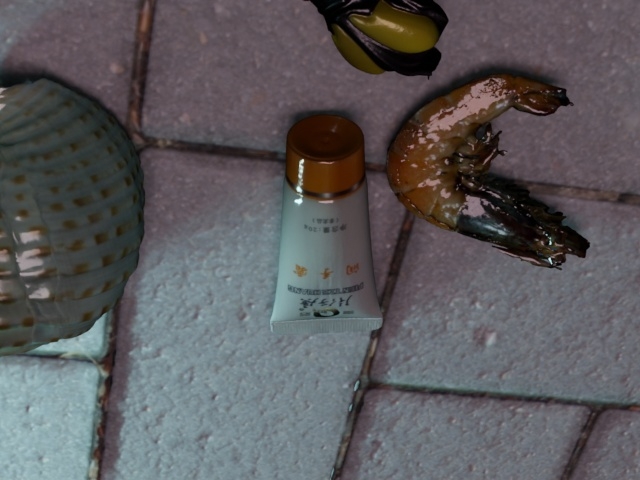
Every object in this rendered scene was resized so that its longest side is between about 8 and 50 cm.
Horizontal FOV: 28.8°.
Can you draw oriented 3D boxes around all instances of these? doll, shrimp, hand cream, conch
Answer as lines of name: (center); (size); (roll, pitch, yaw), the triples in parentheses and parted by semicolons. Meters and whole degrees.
doll: (0.031, -0.240, 1.257); (0.248, 0.127, 0.088); (38, 81, -32)
shrimp: (0.224, -0.079, 1.417); (0.290, 0.054, 0.222); (29, 119, -21)
hand cream: (0.000, 0.000, 1.445); (0.139, 0.089, 0.314); (-4, 135, 0)
conch: (-0.327, 0.002, 1.332); (0.302, 0.215, 0.319); (4, 129, -22)
